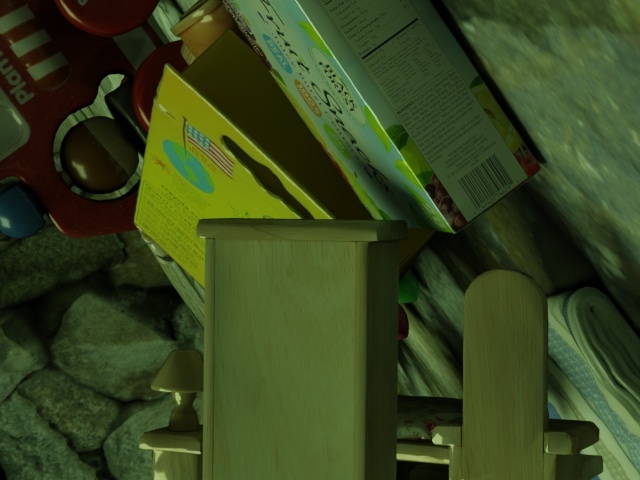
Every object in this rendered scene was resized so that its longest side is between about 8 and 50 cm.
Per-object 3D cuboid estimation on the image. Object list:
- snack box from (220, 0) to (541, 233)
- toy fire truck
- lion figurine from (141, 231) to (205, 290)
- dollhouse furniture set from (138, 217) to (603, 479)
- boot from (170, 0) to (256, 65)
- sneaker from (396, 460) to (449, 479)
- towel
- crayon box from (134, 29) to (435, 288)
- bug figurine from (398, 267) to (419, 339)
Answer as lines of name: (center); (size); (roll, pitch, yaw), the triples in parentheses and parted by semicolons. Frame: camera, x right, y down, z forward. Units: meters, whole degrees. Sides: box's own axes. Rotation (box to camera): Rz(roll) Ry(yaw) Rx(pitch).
snack box: (0.021, -0.107, 0.967); (0.207, 0.070, 0.174); (54, 171, -11)
toy fire truck: (-0.228, -0.135, 1.538); (0.302, 0.254, 0.169); (56, 171, -9)
lion figurine: (-0.019, 0.084, 1.726); (0.392, 0.142, 0.240); (31, 135, 33)
dollhouse furniture set: (0.069, 0.069, 1.082); (0.355, 0.303, 0.174); (-5, -84, -64)
boot: (-0.036, -0.118, 1.249); (0.152, 0.073, 0.197); (49, 173, 3)
sneaker: (0.147, 0.333, 1.497); (0.410, 0.158, 0.182); (54, -153, -44)
towel: (0.192, 0.130, 1.082); (0.209, 0.034, 0.285); (55, 171, 3)
crayon box: (-0.031, -0.022, 1.209); (0.202, 0.081, 0.318); (43, 161, 4)
bug figurine: (0.000, 0.000, 1.456); (0.216, 0.072, 0.279); (45, 164, 14)
